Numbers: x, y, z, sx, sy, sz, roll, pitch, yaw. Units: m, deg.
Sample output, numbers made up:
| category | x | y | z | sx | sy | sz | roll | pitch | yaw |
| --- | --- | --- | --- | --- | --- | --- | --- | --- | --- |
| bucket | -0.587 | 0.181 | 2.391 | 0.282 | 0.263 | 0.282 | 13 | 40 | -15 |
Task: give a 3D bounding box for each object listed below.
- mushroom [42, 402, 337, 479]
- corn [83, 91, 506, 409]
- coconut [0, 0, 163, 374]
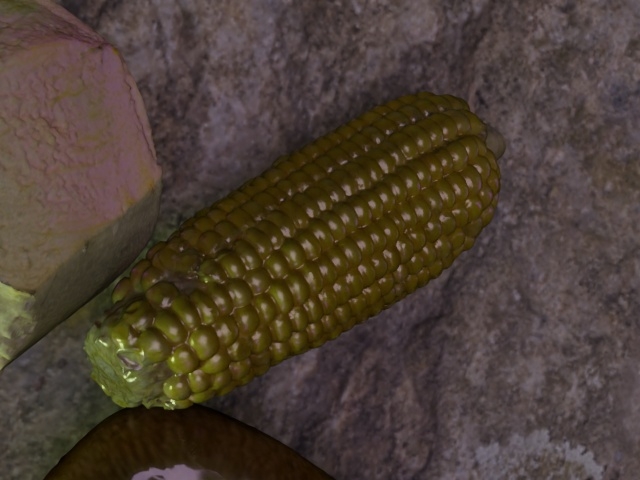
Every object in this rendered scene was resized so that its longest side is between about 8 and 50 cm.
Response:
| category | x | y | z | sx | sy | sz | roll | pitch | yaw |
| --- | --- | --- | --- | --- | --- | --- | --- | --- | --- |
| mushroom | -0.073 | 0.283 | 0.673 | 0.346 | 0.260 | 0.345 | 0 | 90 | -20 |
| corn | 0.000 | 0.000 | 0.721 | 0.347 | 0.130 | 0.130 | -31 | 103 | -30 |
| coconut | -0.217 | -0.046 | 0.625 | 0.233 | 0.245 | 0.233 | 6 | 116 | 13 |
